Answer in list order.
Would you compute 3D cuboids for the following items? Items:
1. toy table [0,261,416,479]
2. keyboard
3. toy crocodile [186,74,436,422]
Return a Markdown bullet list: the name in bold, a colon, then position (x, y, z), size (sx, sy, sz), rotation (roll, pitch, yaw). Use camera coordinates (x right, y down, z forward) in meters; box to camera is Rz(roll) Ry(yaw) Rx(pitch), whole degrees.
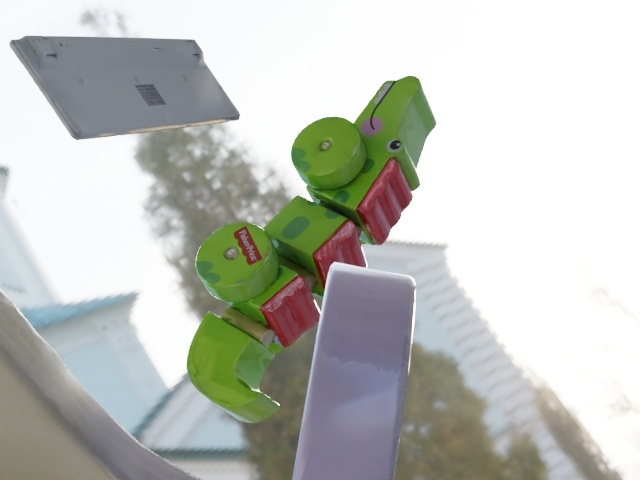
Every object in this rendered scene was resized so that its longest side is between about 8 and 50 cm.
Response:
- **toy table**: position (-0.069, 0.129, 0.455), size (0.252, 0.160, 0.274), rotation (-74, -7, -79)
- **keyboard**: position (-0.121, -0.105, 0.919), size (0.014, 0.072, 0.256), rotation (-30, -3, 20)
- **toy crocodile**: position (0.000, 0.000, 1.166), size (0.340, 0.105, 0.115), rotation (-51, -36, -21)
